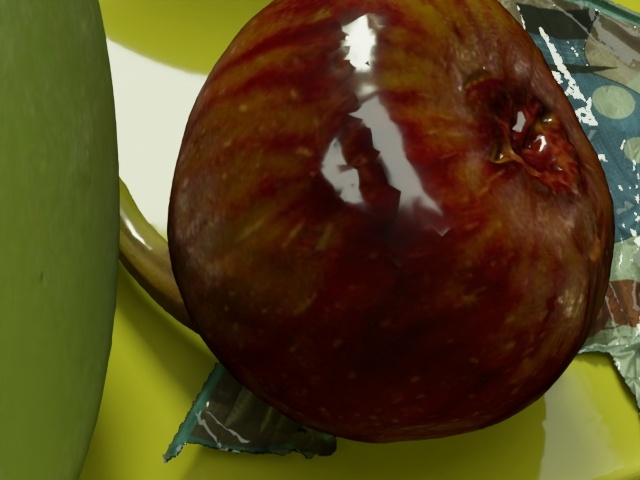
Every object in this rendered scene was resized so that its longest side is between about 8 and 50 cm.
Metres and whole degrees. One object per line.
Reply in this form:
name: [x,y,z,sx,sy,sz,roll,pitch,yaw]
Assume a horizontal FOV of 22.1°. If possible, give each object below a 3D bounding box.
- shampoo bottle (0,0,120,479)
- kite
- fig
shampoo bottle: [-0.239,-0.011,0.540,0.317,0.322,0.322,-2,61,9]
kite: [0.120,0.010,0.707,0.406,0.014,0.368,-15,63,-10]
fig: [0.005,0.004,0.628,0.175,0.207,0.175,31,41,-32]
